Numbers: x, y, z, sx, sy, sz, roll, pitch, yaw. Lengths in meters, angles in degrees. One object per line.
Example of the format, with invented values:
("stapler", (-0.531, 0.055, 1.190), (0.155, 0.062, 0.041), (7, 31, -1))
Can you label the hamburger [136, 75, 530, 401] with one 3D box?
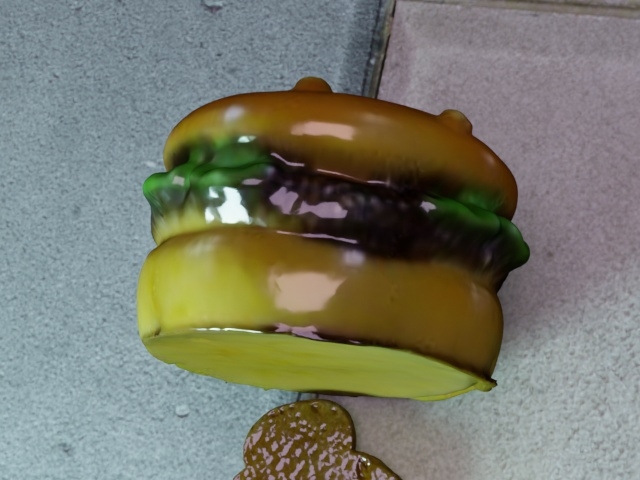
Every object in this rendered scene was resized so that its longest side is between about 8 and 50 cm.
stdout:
("hamburger", (0.000, 0.000, 1.533), (0.396, 0.396, 0.277), (4, 74, 16))

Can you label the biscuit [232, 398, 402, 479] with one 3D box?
("biscuit", (-0.005, 0.313, 1.600), (0.208, 0.041, 0.290), (-9, 71, 12))
